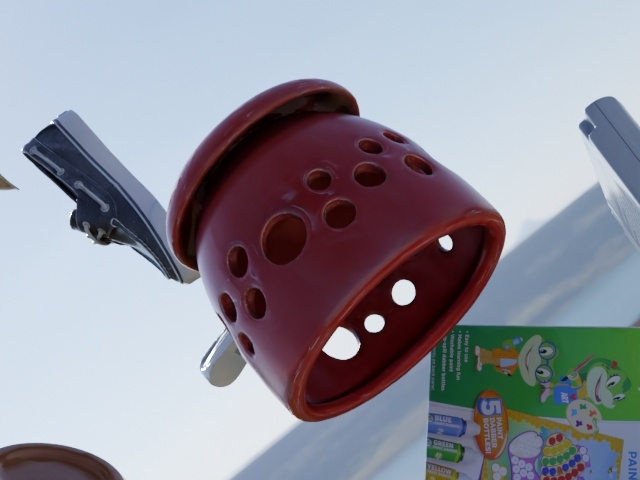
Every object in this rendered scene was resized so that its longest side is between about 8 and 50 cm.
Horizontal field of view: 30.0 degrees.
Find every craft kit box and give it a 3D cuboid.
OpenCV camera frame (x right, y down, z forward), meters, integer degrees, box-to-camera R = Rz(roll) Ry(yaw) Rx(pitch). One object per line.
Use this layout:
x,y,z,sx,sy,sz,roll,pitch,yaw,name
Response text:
0.217,0.201,1.064,0.247,0.250,0.061,0,-15,12,craft kit box

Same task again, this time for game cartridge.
0.359,-0.014,1.244,0.062,0.198,0.297,-37,-27,5,game cartridge

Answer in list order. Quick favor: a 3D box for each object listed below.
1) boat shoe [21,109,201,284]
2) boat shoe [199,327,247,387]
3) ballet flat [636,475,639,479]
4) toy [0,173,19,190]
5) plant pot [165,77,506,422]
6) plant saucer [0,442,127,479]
-0.275,-0.039,1.545,0.102,0.301,0.108,-39,-16,-14,boat shoe
-0.109,0.132,1.746,0.184,0.066,0.063,-57,33,-6,boat shoe
0.234,0.349,0.935,0.139,0.139,0.400,-28,-43,-58,ballet flat
-0.498,-0.096,1.506,0.137,0.056,0.237,2,-19,16,toy
0.000,0.000,0.811,0.191,0.174,0.191,-37,-24,-20,plant pot
-0.294,0.272,1.303,0.200,0.200,0.037,-24,-50,-66,plant saucer
